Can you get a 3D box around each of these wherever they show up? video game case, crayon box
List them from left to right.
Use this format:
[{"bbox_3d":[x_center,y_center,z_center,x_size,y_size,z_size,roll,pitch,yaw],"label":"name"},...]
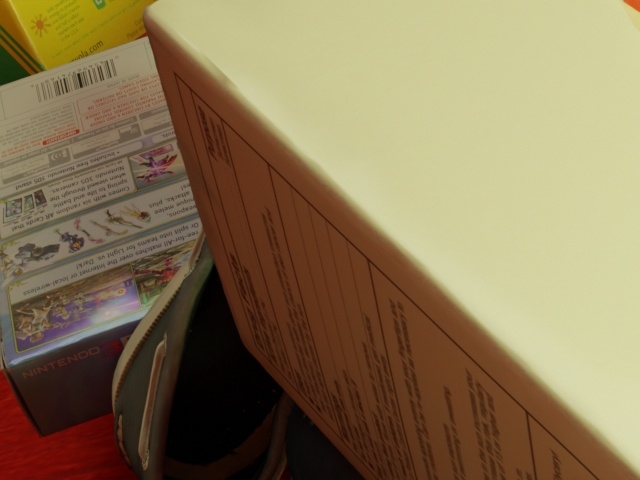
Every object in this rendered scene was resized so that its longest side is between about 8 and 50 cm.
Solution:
[{"bbox_3d":[-0.195,-0.194,1.480,0.081,0.319,0.202,-9,23,42],"label":"crayon box"},{"bbox_3d":[-0.052,-0.034,0.999,0.269,0.061,0.244,-19,40,-1],"label":"video game case"}]

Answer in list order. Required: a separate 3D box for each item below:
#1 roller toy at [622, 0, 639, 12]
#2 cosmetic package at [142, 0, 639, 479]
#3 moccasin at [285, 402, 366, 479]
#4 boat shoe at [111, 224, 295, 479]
[{"bbox_3d":[0.164,-0.155,1.094,0.146,0.191,0.209,-11,8,40],"label":"roller toy"},{"bbox_3d":[0.083,0.038,0.506,0.113,0.160,0.309,-30,46,-16],"label":"cosmetic package"},{"bbox_3d":[0.070,0.010,0.762,0.137,0.117,0.342,8,22,17],"label":"moccasin"},{"bbox_3d":[0.000,0.000,0.822,0.319,0.116,0.099,-59,21,22],"label":"boat shoe"}]
